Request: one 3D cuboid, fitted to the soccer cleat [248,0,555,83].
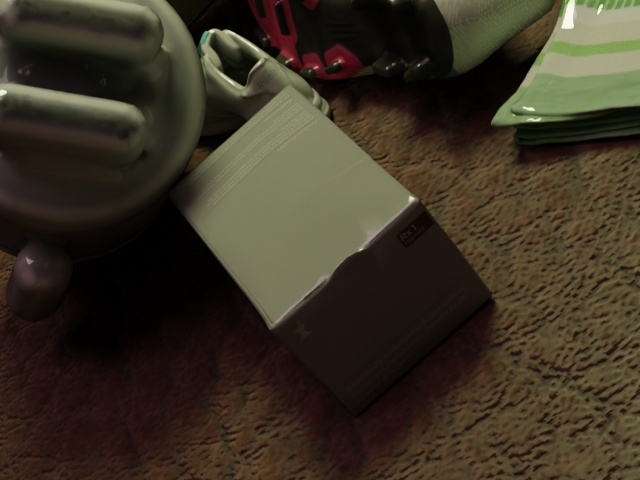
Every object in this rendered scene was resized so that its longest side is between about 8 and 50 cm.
[{"bbox_3d":[0.056,-0.189,1.426,0.143,0.116,0.331,-26,23,-21],"label":"soccer cleat"}]

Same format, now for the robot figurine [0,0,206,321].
[{"bbox_3d":[-0.197,-0.090,1.393,0.353,0.199,0.300,143,140,-77],"label":"robot figurine"}]

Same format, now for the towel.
[{"bbox_3d":[0.273,-0.199,1.254,0.247,0.038,0.325,-4,45,43],"label":"towel"}]

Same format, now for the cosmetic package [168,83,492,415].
[{"bbox_3d":[0.000,0.000,1.229,0.127,0.107,0.238,-40,34,1],"label":"cosmetic package"}]

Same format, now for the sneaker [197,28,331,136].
[{"bbox_3d":[-0.077,-0.136,1.489,0.080,0.094,0.212,-51,32,-16],"label":"sneaker"}]

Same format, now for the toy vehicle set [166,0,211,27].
[{"bbox_3d":[-0.217,-0.222,1.806,0.166,0.035,0.267,-50,33,-17],"label":"toy vehicle set"}]
